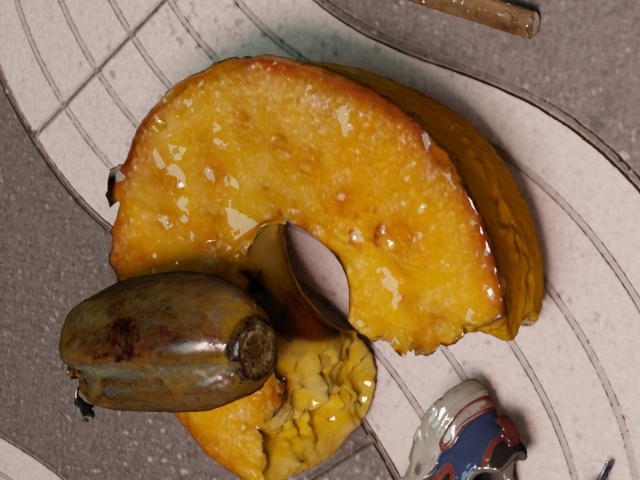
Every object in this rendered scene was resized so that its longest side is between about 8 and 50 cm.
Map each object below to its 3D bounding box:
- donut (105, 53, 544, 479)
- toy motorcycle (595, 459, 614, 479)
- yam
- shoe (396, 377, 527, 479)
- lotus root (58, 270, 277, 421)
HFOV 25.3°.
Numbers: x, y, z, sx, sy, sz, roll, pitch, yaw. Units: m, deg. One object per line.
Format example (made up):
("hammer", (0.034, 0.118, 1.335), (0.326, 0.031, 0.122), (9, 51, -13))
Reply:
("donut", (0.000, 0.000, 1.349), (0.435, 0.163, 0.378), (-32, 82, 38))
("toy motorcycle", (0.258, 0.287, 1.308), (0.100, 0.058, 0.173), (44, 125, 24))
("yam", (0.129, -0.214, 1.280), (0.145, 0.032, 0.032), (24, 115, 27))
("shoe", (0.138, 0.250, 1.352), (0.125, 0.099, 0.227), (29, 113, 28))
("lotus root", (-0.138, 0.094, 1.298), (0.241, 0.123, 0.124), (-5, 126, 36))
